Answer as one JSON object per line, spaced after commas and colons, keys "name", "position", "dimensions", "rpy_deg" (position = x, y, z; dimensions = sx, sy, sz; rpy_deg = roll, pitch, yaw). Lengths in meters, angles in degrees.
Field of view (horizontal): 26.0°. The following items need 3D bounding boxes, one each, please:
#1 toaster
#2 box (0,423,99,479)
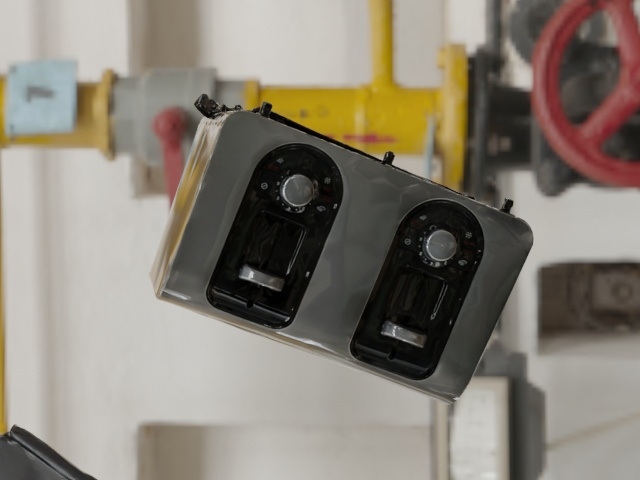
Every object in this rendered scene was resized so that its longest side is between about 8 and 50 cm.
{"name": "toaster", "position": [0.000, 0.000, 0.742], "dimensions": [0.185, 0.168, 0.110], "rpy_deg": [-151, 83, -79]}
{"name": "box", "position": [-0.098, 0.257, 0.487], "dimensions": [0.295, 0.293, 0.073], "rpy_deg": [-49, -27, -22]}
